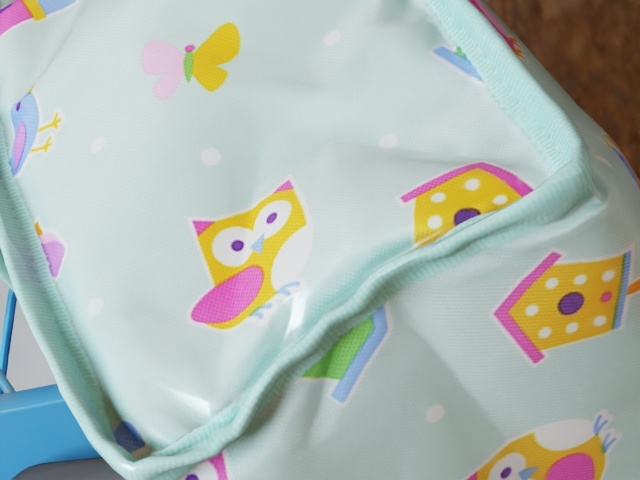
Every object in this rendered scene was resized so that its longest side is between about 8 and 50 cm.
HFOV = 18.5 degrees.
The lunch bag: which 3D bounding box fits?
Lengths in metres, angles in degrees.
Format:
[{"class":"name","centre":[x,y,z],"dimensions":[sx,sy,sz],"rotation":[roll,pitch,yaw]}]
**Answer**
[{"class":"lunch bag","centre":[0.000,0.000,0.579],"dimensions":[0.223,0.160,0.262],"rotation":[51,-178,-46]}]

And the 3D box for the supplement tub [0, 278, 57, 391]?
[{"class":"supplement tub","centre":[-0.288,-0.013,0.992],"dimensions":[0.331,0.241,0.241],"rotation":[40,130,43]}]

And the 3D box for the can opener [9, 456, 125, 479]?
[{"class":"can opener","centre":[-0.001,0.107,0.691],"dimensions":[0.280,0.093,0.074],"rotation":[-6,106,31]}]

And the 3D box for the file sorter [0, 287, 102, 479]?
[{"class":"file sorter","centre":[-0.115,0.081,0.840],"dimensions":[0.104,0.170,0.118],"rotation":[47,135,42]}]
